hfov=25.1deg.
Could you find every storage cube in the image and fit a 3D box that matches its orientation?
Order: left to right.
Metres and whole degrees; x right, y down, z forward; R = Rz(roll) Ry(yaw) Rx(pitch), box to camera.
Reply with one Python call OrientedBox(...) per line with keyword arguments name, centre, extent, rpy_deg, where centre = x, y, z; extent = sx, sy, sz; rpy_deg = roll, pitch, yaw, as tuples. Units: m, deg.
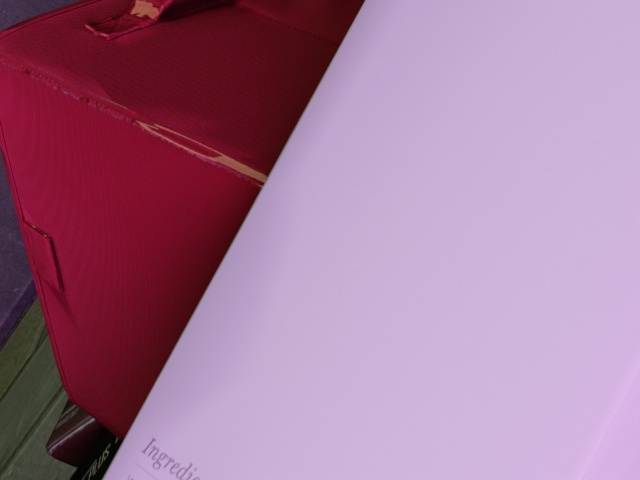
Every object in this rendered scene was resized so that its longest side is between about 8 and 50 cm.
OrientedBox(name="storage cube", centre=(0.000, -0.007, 0.604), extent=(0.183, 0.215, 0.193), rpy_deg=(-27, 37, -31))

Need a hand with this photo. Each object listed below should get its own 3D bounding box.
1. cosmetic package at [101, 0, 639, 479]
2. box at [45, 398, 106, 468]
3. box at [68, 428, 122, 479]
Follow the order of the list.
OrientedBox(name="cosmetic package", centre=(0.064, 0.068, 0.446), extent=(0.155, 0.197, 0.365), rpy_deg=(27, 87, 43))
OrientedBox(name="box", centre=(0.000, 0.000, 0.910), extent=(0.143, 0.191, 0.381), rpy_deg=(-35, 27, 58))
OrientedBox(name="box", centre=(-0.045, 0.168, 0.738), extent=(0.147, 0.180, 0.077), rpy_deg=(-54, 15, 21))
